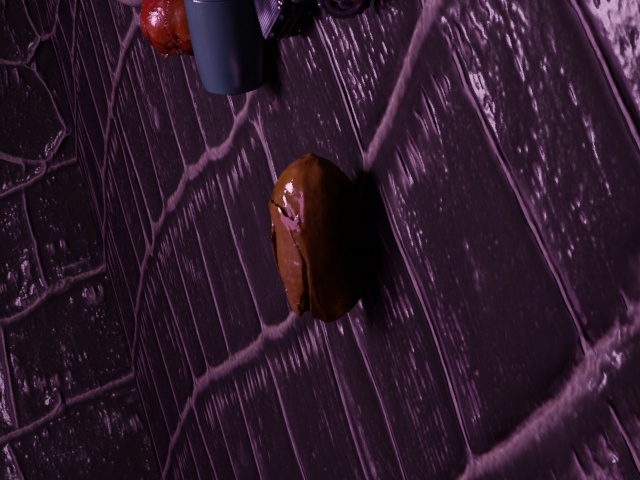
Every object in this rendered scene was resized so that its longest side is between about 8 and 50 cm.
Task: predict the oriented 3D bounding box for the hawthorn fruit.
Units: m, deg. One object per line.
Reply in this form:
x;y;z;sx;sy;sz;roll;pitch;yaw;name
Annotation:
-0.221;-0.381;1.870;0.148;0.148;0.172;162;108;-70;hawthorn fruit

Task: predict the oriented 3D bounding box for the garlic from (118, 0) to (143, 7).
-0.310;-0.536;1.988;0.207;0.207;0.257;120;158;-62;garlic

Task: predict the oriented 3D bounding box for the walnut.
0.000;0.000;1.504;0.137;0.137;0.245;-134;28;-56;walnut

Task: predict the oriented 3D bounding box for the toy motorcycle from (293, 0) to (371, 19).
0.010;-0.340;1.274;0.215;0.122;0.080;99;167;-45;toy motorcycle

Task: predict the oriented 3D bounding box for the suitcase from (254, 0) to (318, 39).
-0.049;-0.325;1.539;0.126;0.059;0.086;137;121;-68;suitcase

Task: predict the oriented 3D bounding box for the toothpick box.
-0.136;-0.310;1.703;0.120;0.120;0.184;-133;33;-55;toothpick box
